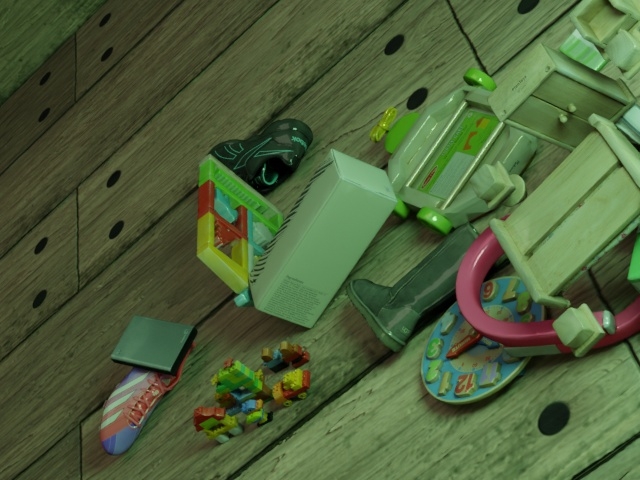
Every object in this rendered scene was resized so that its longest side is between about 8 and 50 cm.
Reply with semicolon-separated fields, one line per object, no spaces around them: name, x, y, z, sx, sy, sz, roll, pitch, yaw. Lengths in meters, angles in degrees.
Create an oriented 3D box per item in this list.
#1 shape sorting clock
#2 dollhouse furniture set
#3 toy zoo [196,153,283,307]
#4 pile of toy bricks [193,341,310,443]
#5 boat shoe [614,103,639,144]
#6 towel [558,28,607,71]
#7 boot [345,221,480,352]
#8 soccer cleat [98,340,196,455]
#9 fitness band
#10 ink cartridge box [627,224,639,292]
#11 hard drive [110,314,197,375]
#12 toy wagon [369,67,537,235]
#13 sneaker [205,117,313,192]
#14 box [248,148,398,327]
shape sorting clock;0.219;0.133;1.785;0.206;0.040;0.206;-32;37;28
dollhouse furniture set;0.372;-0.078;1.597;0.303;0.174;0.355;-48;47;28
toy zoo;-0.132;0.002;2.222;0.030;0.192;0.293;-35;34;24
pile of toy bricks;-0.119;0.223;2.062;0.212;0.105;0.118;-31;37;29
boat shoe;0.394;-0.166;1.833;0.084;0.095;0.258;-52;21;7
towel;0.439;-0.329;1.991;0.152;0.023;0.113;-47;31;7
boot;0.147;0.048;1.933;0.208;0.076;0.189;-51;37;9
soccer cleat;-0.304;0.263;2.288;0.095;0.083;0.248;2;56;47
fitness band;0.312;0.042;1.692;0.291;0.054;0.209;-10;56;31
ink cartridge box;0.500;-0.061;1.545;0.211;0.121;0.289;-16;46;45
hard drive;-0.289;0.182;2.280;0.135;0.022;0.094;8;57;31
toy wagon;0.199;-0.148;2.072;0.267;0.068;0.344;-55;31;-6
sneaker;-0.133;-0.139;2.456;0.267;0.101;0.106;-25;42;36
box;0.000;0.000;2.067;0.275;0.113;0.094;-55;28;24
